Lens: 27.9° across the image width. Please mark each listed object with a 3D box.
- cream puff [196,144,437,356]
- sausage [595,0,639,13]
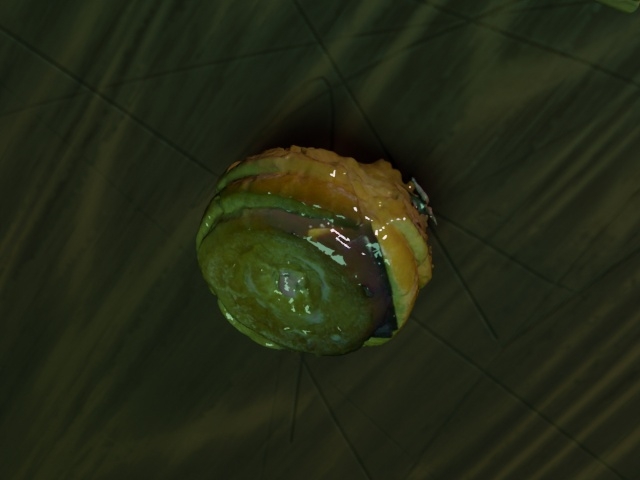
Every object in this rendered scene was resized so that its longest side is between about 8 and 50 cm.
[{"bbox_3d":[0.000,0.000,1.002,0.189,0.129,0.189,13,135,13],"label":"cream puff"},{"bbox_3d":[0.085,-0.229,0.878,0.301,0.066,0.066,18,124,1],"label":"sausage"}]
